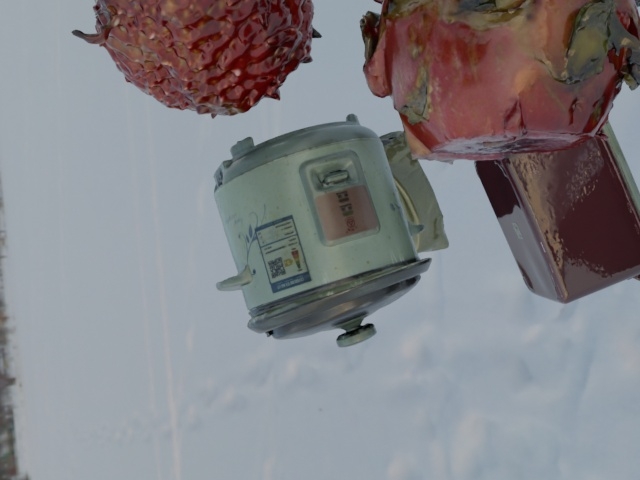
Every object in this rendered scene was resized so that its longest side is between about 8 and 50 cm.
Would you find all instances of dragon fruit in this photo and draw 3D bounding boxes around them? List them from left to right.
[{"bbox_3d":[0.175,-0.227,0.722,0.269,0.250,0.291,-5,84,63],"label":"dragon fruit"}]

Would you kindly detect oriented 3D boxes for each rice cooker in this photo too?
[{"bbox_3d":[0.000,0.000,1.034,0.264,0.316,0.317,150,112,-66],"label":"rice cooker"}]

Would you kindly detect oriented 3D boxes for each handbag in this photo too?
[{"bbox_3d":[0.063,-0.050,1.402,0.109,0.315,0.253,-118,9,-76],"label":"handbag"}]

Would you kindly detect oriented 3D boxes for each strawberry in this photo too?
[{"bbox_3d":[-0.165,-0.283,0.901,0.292,0.343,0.292,1,93,22],"label":"strawberry"}]

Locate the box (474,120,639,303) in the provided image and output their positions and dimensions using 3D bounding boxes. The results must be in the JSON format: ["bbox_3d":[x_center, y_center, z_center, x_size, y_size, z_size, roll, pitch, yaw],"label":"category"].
[{"bbox_3d":[0.370,-0.050,1.163,0.193,0.167,0.294,-158,43,-84],"label":"box"}]

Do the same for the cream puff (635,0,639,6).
[{"bbox_3d":[0.475,-0.462,1.129,0.164,0.239,0.239,13,109,43],"label":"cream puff"}]
